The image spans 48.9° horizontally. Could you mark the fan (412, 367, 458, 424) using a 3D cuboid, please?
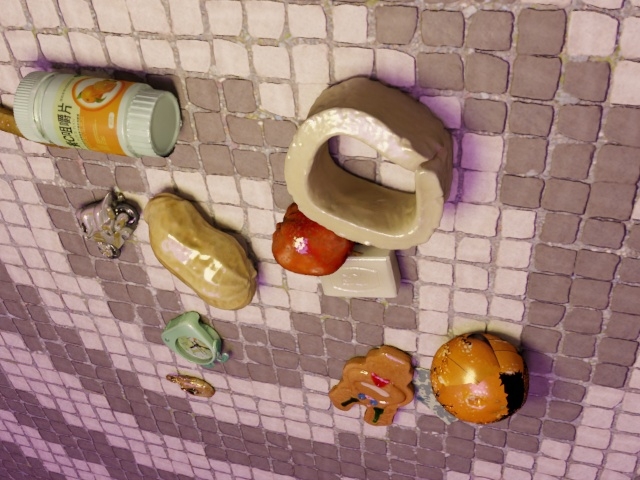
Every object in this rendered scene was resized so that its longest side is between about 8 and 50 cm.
[{"bbox_3d":[0.314,0.415,1.884,0.131,0.009,0.240,-15,122,31],"label":"fan"}]

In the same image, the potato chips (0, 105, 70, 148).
[{"bbox_3d":[-0.737,-0.292,1.656,0.407,0.057,0.080,22,121,4],"label":"potato chips"}]

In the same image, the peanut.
[{"bbox_3d":[-0.293,0.035,1.697,0.340,0.158,0.174,37,154,-6],"label":"peanut"}]

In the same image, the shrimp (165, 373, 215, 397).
[{"bbox_3d":[-0.407,0.452,2.201,0.162,0.045,0.095,18,155,0],"label":"shrimp"}]

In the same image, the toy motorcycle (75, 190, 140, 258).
[{"bbox_3d":[-0.548,-0.047,1.786,0.152,0.073,0.225,35,134,-6],"label":"toy motorcycle"}]

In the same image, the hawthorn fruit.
[{"bbox_3d":[0.000,0.000,1.538,0.200,0.179,0.179,23,136,-16],"label":"hawthorn fruit"}]

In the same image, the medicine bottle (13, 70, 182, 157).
[{"bbox_3d":[-0.469,-0.267,1.499,0.318,0.158,0.158,10,132,13],"label":"medicine bottle"}]

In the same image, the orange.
[{"bbox_3d":[0.377,0.327,1.672,0.234,0.182,0.234,12,121,20],"label":"orange"}]

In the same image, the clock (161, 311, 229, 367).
[{"bbox_3d":[-0.352,0.293,2.014,0.148,0.060,0.188,-25,117,36],"label":"clock"}]

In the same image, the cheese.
[{"bbox_3d":[0.105,-0.141,1.377,0.332,0.153,0.292,24,135,-1],"label":"cheese"}]

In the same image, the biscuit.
[{"bbox_3d":[0.146,0.399,1.907,0.202,0.047,0.334,27,135,1],"label":"biscuit"}]

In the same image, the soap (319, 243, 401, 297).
[{"bbox_3d":[0.088,0.070,1.634,0.183,0.064,0.121,-1,126,22],"label":"soap"}]
